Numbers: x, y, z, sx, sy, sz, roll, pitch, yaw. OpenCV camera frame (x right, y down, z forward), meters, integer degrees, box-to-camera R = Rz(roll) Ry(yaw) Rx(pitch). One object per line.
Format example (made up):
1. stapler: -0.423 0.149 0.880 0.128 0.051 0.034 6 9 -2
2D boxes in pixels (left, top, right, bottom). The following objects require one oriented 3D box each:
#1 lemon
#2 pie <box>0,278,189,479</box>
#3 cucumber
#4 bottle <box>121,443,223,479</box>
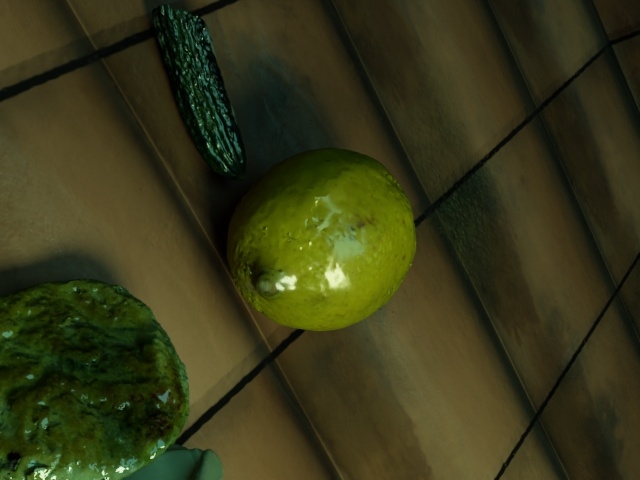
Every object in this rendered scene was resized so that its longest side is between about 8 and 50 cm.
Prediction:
1. lemon: 0.000 0.000 1.104 0.310 0.258 0.257 -37 105 -48
2. pie: -0.281 0.152 0.856 0.277 0.078 0.277 16 40 -14
3. cucumber: -0.173 -0.209 1.121 0.077 0.077 0.265 -19 94 -44
4. bottle: -0.163 0.371 0.848 0.229 0.229 0.351 3 48 -42
